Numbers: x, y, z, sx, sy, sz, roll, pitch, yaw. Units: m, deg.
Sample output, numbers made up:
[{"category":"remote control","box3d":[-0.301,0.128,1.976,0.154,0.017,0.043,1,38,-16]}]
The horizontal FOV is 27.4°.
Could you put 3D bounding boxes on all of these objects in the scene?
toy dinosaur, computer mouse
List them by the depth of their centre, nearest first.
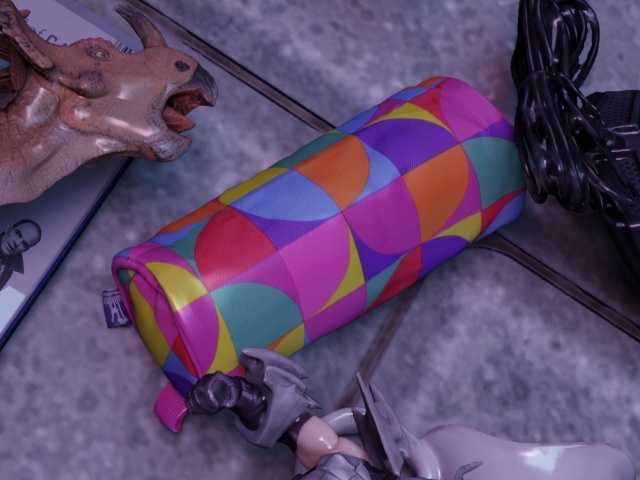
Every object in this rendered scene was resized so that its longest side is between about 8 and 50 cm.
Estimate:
[{"category":"toy dinosaur","box3d":[-0.213,-0.072,0.579,0.295,0.127,0.200,32,61,-29]},{"category":"computer mouse","box3d":[0.198,-0.018,0.760,0.272,0.072,0.188,34,38,-21]}]

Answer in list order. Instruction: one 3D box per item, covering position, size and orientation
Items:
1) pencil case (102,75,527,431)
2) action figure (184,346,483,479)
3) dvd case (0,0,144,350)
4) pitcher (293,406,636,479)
[{"category":"pencil case","box3d":[0.000,0.000,0.701,0.236,0.104,0.104,-31,83,-22]},{"category":"action figure","box3d":[-0.051,0.141,0.572,0.285,0.099,0.185,-11,41,-4]},{"category":"dvd case","box3d":[-0.205,-0.045,0.685,0.179,0.029,0.239,33,64,-4]},{"category":"pitcher","box3d":[0.054,0.187,0.649,0.177,0.125,0.207,13,56,10]}]
